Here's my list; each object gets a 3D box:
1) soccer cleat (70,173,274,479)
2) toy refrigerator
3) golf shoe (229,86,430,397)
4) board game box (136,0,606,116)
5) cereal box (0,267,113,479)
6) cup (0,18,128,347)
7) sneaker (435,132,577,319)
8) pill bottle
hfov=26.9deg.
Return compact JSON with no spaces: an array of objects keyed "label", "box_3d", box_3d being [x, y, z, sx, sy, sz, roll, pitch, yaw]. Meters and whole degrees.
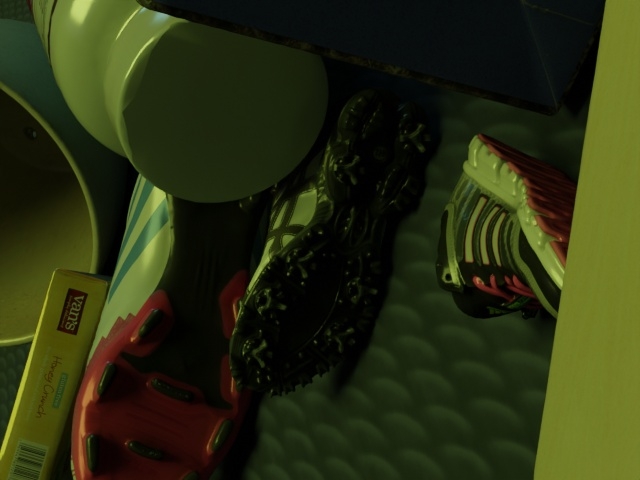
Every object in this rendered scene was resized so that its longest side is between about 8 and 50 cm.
[{"label":"soccer cleat","box_3d":[-0.101,0.052,0.976,0.143,0.116,0.331,138,148,-67]},{"label":"toy refrigerator","box_3d":[0.159,-0.035,0.459,0.102,0.094,0.270,-9,67,56]},{"label":"golf shoe","box_3d":[0.000,0.000,0.818,0.198,0.077,0.094,-61,21,1]},{"label":"board game box","box_3d":[-0.005,-0.209,0.687,0.141,0.232,0.291,-66,32,22]},{"label":"cereal box","box_3d":[-0.197,0.112,1.091,0.240,0.047,0.173,95,-169,-86]},{"label":"cup","box_3d":[-0.325,-0.094,1.354,0.331,0.331,0.237,-54,4,37]},{"label":"sneaker","box_3d":[0.094,0.011,0.610,0.075,0.063,0.170,-66,20,16]},{"label":"pill bottle","box_3d":[-0.099,-0.151,0.871,0.169,0.169,0.301,-63,31,22]}]
